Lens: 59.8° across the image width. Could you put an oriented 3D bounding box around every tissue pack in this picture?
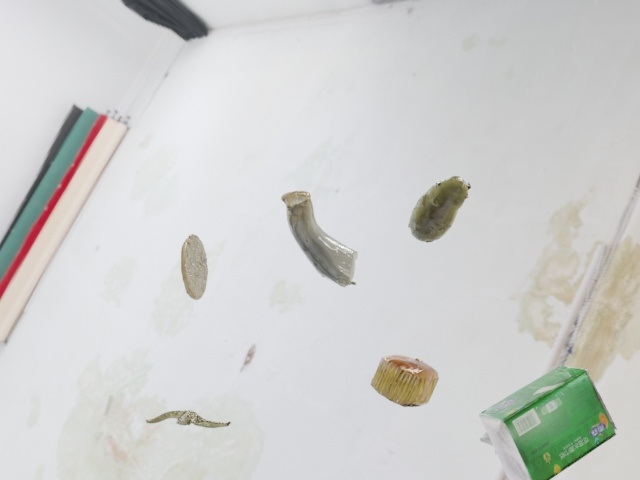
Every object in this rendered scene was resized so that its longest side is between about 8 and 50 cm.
[{"bbox_3d":[0.434,0.362,1.105,0.209,0.148,0.156,-25,176,-16],"label":"tissue pack"}]

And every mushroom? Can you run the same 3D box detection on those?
[{"bbox_3d":[-0.001,0.002,1.253,0.096,0.278,0.099,-24,-153,30],"label":"mushroom"}]

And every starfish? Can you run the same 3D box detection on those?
[{"bbox_3d":[-0.348,0.475,1.471,0.217,0.223,0.050,117,-27,-77],"label":"starfish"}]

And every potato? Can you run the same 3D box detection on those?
[{"bbox_3d":[0.326,-0.087,1.541,0.225,0.117,0.090,-58,-179,34],"label":"potato"}]

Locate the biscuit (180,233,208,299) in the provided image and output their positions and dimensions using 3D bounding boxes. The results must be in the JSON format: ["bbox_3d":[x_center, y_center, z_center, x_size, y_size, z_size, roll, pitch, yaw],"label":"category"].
[{"bbox_3d":[-0.283,0.059,1.246,0.020,0.152,0.152,-5,-125,8],"label":"biscuit"}]

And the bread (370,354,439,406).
[{"bbox_3d":[0.221,0.356,1.437,0.132,0.190,0.114,22,-92,36],"label":"bread"}]
